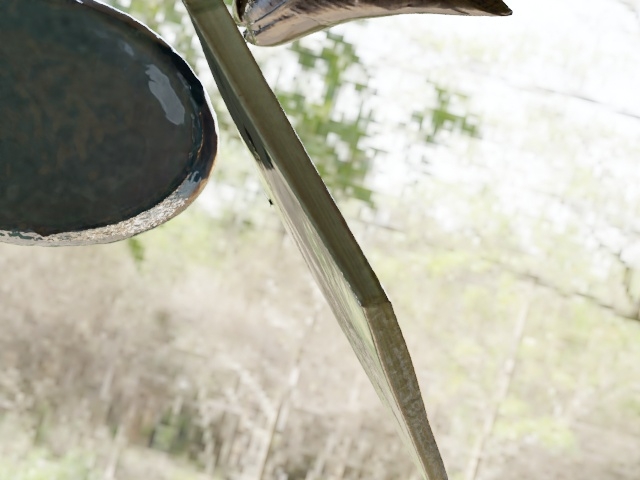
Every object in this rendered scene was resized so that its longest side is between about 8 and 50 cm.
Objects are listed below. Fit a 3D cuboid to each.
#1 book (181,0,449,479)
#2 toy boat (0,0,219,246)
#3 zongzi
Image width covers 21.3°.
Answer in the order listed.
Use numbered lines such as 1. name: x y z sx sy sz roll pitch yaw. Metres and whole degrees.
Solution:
1. book: 0.000 0.000 1.026 0.283 0.025 0.215 60 -6 42
2. toy boat: -0.247 -0.103 1.430 0.330 0.215 0.123 7 -2 -1
3. zongzi: 0.034 -0.216 1.596 0.241 0.111 0.248 47 -44 11
